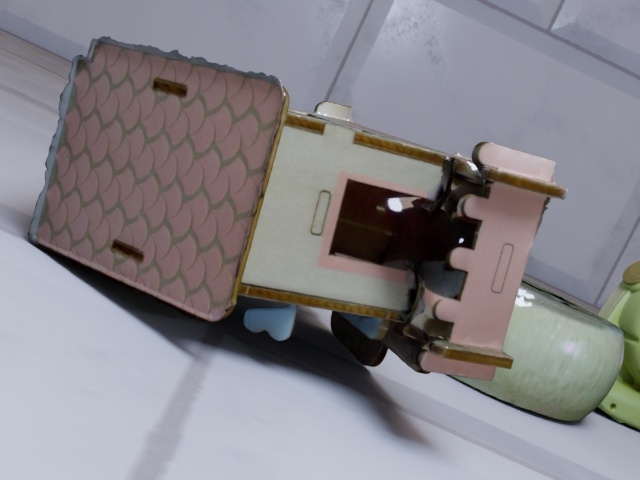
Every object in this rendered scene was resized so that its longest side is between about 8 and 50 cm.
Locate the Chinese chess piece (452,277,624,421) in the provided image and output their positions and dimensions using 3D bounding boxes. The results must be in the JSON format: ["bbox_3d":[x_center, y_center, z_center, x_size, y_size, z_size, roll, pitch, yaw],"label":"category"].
[{"bbox_3d":[0.155,0.072,0.766,0.238,0.092,0.238,24,7,-3],"label":"Chinese chess piece"}]

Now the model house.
[{"bbox_3d":[-0.050,-0.023,0.537,0.244,0.169,0.326,14,9,-25],"label":"model house"}]

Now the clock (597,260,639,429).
[{"bbox_3d":[0.370,0.084,0.840,0.170,0.232,0.069,23,7,-11],"label":"clock"}]
